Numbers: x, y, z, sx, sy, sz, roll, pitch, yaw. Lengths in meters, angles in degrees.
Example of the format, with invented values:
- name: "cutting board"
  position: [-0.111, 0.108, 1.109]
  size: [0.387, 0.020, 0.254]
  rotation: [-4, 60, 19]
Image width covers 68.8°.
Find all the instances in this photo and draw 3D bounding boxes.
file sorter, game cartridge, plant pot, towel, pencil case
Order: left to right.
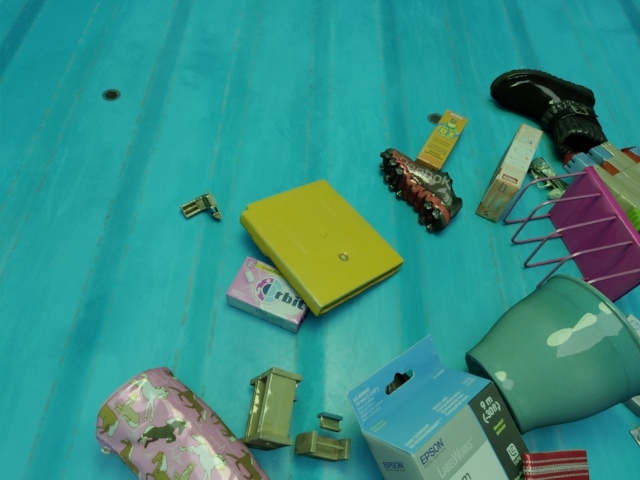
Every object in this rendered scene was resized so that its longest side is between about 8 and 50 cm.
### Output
- name: "pencil case"
  position: [-0.226, 0.410, 0.836]
  size: [0.386, 0.160, 0.167]
  rotation: [38, 105, 17]
- name: "game cartridge"
  position: [0.000, 0.000, 1.131]
  size: [0.285, 0.053, 0.324]
  rotation: [-23, 59, -36]
- name: "plant pot"
  position: [0.450, 0.246, 0.946]
  size: [0.255, 0.272, 0.272]
  rotation: [-28, 64, -4]
- name: "towel"
  position: [0.419, 0.513, 0.812]
  size: [0.198, 0.031, 0.275]
  rotation: [14, 70, -33]
- name: "file sorter"
  position: [0.600, 0.006, 1.131]
  size: [0.182, 0.202, 0.291]
  rotation: [-10, 60, -9]

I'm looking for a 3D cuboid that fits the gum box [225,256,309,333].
- name: "gum box"
  position: [-0.107, 0.126, 1.074]
  size: [0.188, 0.062, 0.107]
  rotation: [22, 59, 8]

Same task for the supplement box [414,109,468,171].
- name: "supplement box"
  position: [0.345, -0.275, 1.354]
  size: [0.078, 0.080, 0.234]
  rotation: [28, 58, 10]

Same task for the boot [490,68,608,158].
- name: "boot"
  position: [0.691, -0.375, 1.414]
  size: [0.347, 0.131, 0.260]
  rotation: [11, 58, 1]

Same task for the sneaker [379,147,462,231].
- name: "sneaker"
  position: [0.275, -0.154, 1.261]
  size: [0.135, 0.098, 0.276]
  rotation: [-30, 67, -21]

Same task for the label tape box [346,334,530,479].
- name: "label tape box"
  position: [0.232, 0.367, 0.828]
  size: [0.249, 0.115, 0.348]
  rotation: [-21, 84, -38]

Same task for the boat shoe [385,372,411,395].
- name: "boat shoe"
  position: [0.188, 0.382, 0.924]
  size: [0.102, 0.092, 0.286]
  rotation: [-16, 61, -15]

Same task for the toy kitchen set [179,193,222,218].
- name: "toy kitchen set"
  position: [-0.299, -0.072, 1.180]
  size: [0.075, 0.083, 0.068]
  rotation: [-31, 107, -21]

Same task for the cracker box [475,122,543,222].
- name: "cracker box"
  position: [0.510, -0.183, 1.264]
  size: [0.067, 0.156, 0.232]
  rotation: [27, 59, 11]

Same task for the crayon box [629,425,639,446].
- name: "crayon box"
  position: [0.847, 0.415, 0.952]
  size: [0.322, 0.083, 0.203]
  rotation: [-21, 62, -9]

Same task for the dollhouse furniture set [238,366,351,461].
- name: "dollhouse furniture set"
  position: [-0.047, 0.351, 0.924]
  size: [0.183, 0.129, 0.130]
  rotation: [22, 55, -20]

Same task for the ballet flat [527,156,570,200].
- name: "ballet flat"
  position: [0.656, -0.154, 1.324]
  size: [0.070, 0.070, 0.189]
  rotation: [-22, 61, -17]

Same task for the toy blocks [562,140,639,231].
- name: "toy blocks"
  position: [0.808, -0.153, 1.258]
  size: [0.381, 0.191, 0.261]
  rotation: [-20, 60, -32]

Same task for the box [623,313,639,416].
- name: "box"
  position: [0.718, 0.281, 1.067]
  size: [0.186, 0.038, 0.145]
  rotation: [-35, 67, -24]
